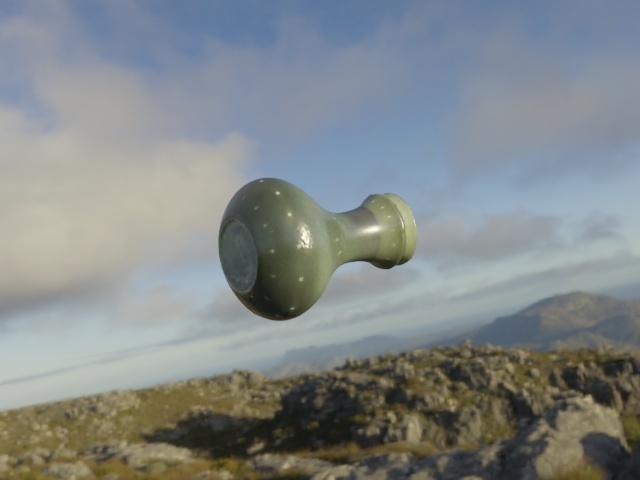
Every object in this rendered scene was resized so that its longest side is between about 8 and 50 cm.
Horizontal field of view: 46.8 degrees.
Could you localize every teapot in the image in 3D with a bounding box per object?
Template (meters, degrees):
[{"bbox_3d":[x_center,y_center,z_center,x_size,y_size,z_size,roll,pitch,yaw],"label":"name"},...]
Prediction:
[{"bbox_3d":[0.000,0.000,0.975,0.251,0.183,0.183,-11,-6,-33],"label":"teapot"}]
